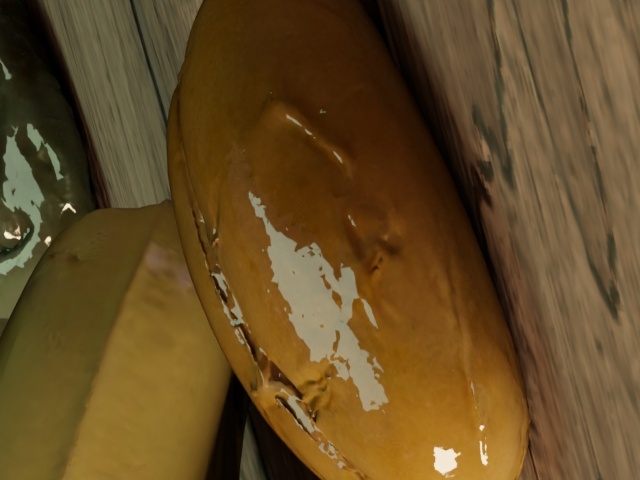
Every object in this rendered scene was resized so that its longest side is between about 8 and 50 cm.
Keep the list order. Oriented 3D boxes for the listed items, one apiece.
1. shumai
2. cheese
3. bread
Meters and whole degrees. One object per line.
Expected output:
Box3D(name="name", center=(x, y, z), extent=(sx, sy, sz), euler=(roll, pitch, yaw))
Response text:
Box3D(name="shumai", center=(-0.294, -0.012, 1.362), extent=(0.304, 0.263, 0.309), euler=(-159, 53, -76))
Box3D(name="cheese", center=(-0.110, 0.161, 0.853), extent=(0.259, 0.128, 0.315), euler=(80, -158, -66))
Box3D(name="bread", center=(0.000, 0.000, 0.588), extent=(0.114, 0.077, 0.189), euler=(93, 154, -67))
